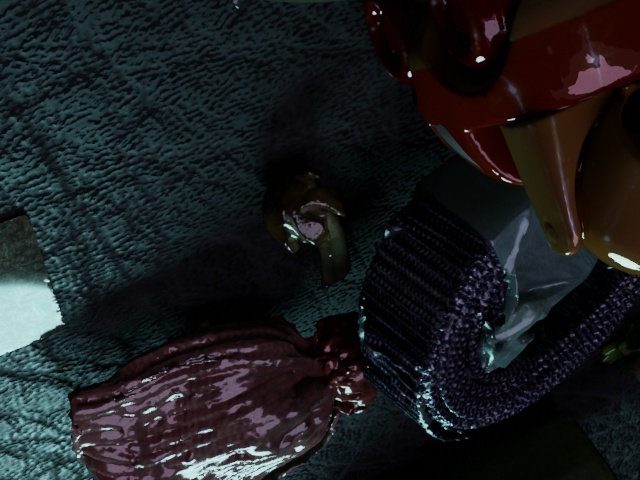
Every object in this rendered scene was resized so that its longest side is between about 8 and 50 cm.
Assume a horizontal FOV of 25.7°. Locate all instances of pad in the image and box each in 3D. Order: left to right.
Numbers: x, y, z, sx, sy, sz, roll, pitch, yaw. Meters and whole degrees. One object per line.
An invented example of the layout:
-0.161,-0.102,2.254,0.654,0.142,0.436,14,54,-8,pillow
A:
-0.308,0.068,1.015,0.235,0.003,0.158,-23,147,-13,pad

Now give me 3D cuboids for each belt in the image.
0.174,0.016,1.172,0.325,0.122,0.260,-36,140,-20,belt

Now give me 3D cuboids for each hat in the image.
-0.067,0.145,1.224,0.286,0.107,0.236,-27,139,-4,hat

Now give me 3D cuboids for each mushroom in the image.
0.000,0.000,1.129,0.060,0.061,0.187,-36,153,-2,mushroom

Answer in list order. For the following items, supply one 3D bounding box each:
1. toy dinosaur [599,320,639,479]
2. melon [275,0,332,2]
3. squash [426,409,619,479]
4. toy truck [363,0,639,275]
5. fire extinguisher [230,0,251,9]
0.407,0.177,1.598,0.194,0.177,0.152,-36,149,5,toy dinosaur
-0.009,-0.229,0.614,0.308,0.271,0.271,-23,148,-3,melon
0.185,0.395,1.644,0.384,0.263,0.263,-29,148,-1,squash
0.168,-0.096,0.912,0.189,0.239,0.265,-24,-170,-11,toy truck
-0.027,-0.181,0.883,0.083,0.022,0.028,-41,-175,15,fire extinguisher
